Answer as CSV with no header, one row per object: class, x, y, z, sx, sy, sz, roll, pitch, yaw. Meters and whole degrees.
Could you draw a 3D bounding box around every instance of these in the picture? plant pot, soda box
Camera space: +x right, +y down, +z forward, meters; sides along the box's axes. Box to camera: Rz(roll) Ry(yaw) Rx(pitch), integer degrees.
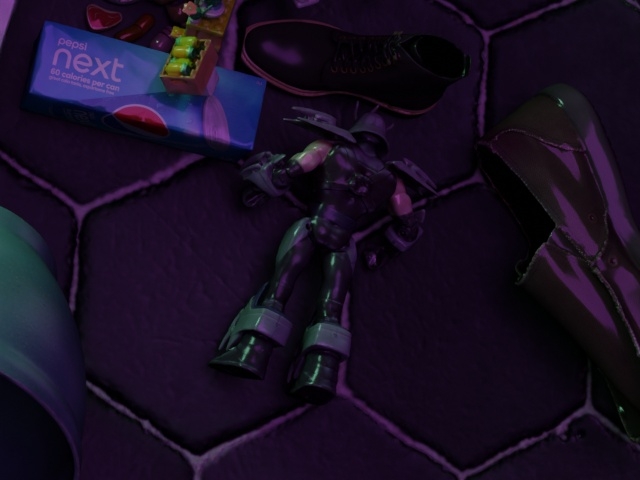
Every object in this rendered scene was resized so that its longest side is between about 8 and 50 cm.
plant pot,-0.319,0.084,1.498,0.293,0.293,0.196,21,49,-13
soda box,-0.161,-0.133,1.670,0.210,0.067,0.071,14,77,-14

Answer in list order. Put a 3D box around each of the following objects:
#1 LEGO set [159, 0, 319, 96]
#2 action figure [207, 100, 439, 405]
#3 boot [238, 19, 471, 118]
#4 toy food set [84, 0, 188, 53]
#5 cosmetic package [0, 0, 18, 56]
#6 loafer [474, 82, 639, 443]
LEGO set,-0.049,-0.251,1.654,0.287,0.107,0.132,-33,72,-27
action figure,0.000,0.000,1.679,0.185,0.099,0.285,24,76,-12
boot,0.034,-0.176,1.699,0.198,0.137,0.076,10,79,-14
toy food set,-0.165,-0.208,1.705,0.122,0.019,0.078,7,79,-16
cosmetic package,-0.302,-0.203,1.623,0.060,0.099,0.239,19,77,-16
loafer,0.244,0.037,1.743,0.130,0.134,0.366,-19,77,-14
